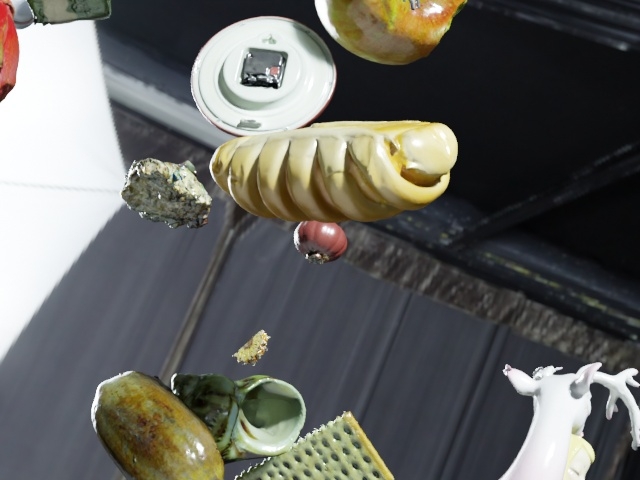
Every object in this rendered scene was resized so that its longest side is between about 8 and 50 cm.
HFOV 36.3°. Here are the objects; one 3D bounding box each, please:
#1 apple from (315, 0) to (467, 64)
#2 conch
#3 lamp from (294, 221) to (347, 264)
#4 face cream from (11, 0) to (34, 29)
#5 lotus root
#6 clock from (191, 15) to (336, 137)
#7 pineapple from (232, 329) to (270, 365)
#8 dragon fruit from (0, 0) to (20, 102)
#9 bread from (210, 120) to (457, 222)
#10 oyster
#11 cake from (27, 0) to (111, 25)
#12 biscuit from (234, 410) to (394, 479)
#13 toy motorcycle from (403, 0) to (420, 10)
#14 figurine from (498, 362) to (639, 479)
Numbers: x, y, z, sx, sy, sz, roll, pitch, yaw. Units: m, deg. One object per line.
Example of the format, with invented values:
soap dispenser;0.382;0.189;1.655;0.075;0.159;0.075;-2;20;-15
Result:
apple;0.150;-0.560;2.173;0.339;0.339;0.339;21;-15;6
conch;-0.138;0.260;1.474;0.124;0.187;0.181;32;-15;48
lamp;0.000;0.000;1.813;0.101;0.090;0.101;17;-24;8
face cream;-0.708;-0.539;2.284;0.091;0.091;0.095;28;-19;-18
lotus root;-0.224;0.272;1.334;0.241;0.124;0.123;38;-1;35
clock;-0.123;-0.357;2.113;0.318;0.318;0.080;19;-21;14
pineapple;-0.128;0.209;1.843;0.019;0.083;0.045;36;17;-45
dragon fruit;-0.547;-0.281;1.388;0.241;0.252;0.241;23;8;-3
bread;0.019;-0.083;1.199;0.311;0.121;0.173;2;11;38
oyster;-0.332;-0.099;2.116;0.198;0.092;0.259;10;-38;-6
cake;-0.492;-0.557;1.801;0.158;0.172;0.283;-7;-26;-3
biscuit;-0.014;0.376;1.538;0.139;0.231;0.016;57;17;-5
toy motorcycle;0.100;-0.559;1.492;0.134;0.401;0.207;11;26;36
figurine;0.364;0.308;1.486;0.206;0.316;0.284;12;-24;43
